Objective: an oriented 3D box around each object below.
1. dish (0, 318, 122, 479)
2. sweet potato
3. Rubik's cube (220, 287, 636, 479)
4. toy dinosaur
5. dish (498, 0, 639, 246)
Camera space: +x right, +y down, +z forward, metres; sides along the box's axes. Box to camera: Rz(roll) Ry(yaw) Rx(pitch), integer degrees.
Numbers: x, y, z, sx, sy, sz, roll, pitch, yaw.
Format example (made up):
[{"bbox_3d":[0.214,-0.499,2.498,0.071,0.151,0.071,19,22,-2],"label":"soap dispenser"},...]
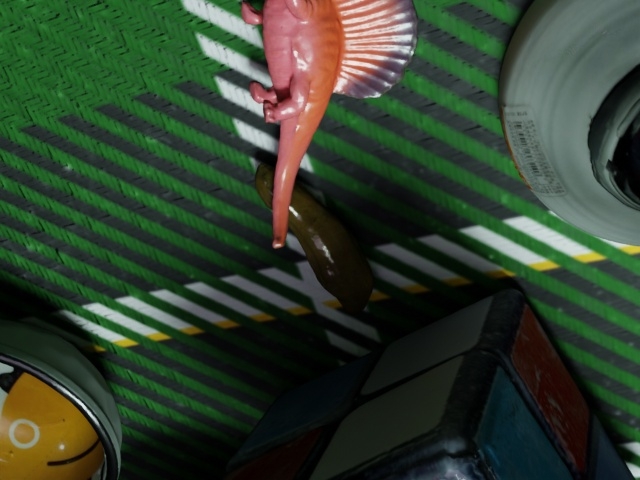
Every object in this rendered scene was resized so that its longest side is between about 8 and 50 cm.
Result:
[{"bbox_3d":[-0.340,0.180,0.983,0.302,0.120,0.303,5,124,8],"label":"dish"},{"bbox_3d":[0.001,-0.001,0.836,0.053,0.054,0.182,-29,112,17],"label":"sweet potato"},{"bbox_3d":[0.102,0.279,0.806,0.316,0.313,0.318,-31,96,26],"label":"Rubik's cube"},{"bbox_3d":[0.013,-0.133,0.744,0.138,0.070,0.286,-9,116,-10],"label":"toy dinosaur"},{"bbox_3d":[0.275,-0.086,0.677,0.273,0.134,0.273,5,125,7],"label":"dish"}]
